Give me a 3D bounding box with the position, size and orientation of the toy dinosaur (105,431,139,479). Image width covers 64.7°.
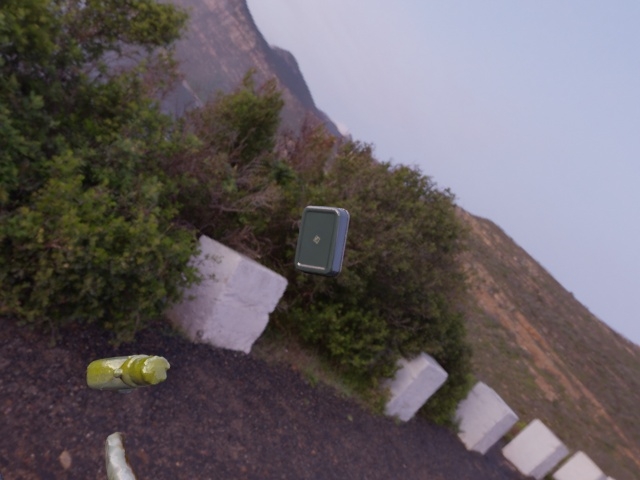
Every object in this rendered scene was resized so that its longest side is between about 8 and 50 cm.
[{"bbox_3d":[0.018,0.132,0.075,0.057,0.142,0.212,-8,17,-29],"label":"toy dinosaur"}]

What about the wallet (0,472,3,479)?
[{"bbox_3d":[-0.251,0.155,0.111,0.169,0.044,0.317,25,26,-6],"label":"wallet"}]

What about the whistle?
[{"bbox_3d":[-0.264,0.192,0.718,0.104,0.198,0.057,6,75,-37],"label":"whistle"}]

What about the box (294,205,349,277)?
[{"bbox_3d":[0.000,0.000,0.905,0.091,0.126,0.031,8,-4,33],"label":"box"}]
